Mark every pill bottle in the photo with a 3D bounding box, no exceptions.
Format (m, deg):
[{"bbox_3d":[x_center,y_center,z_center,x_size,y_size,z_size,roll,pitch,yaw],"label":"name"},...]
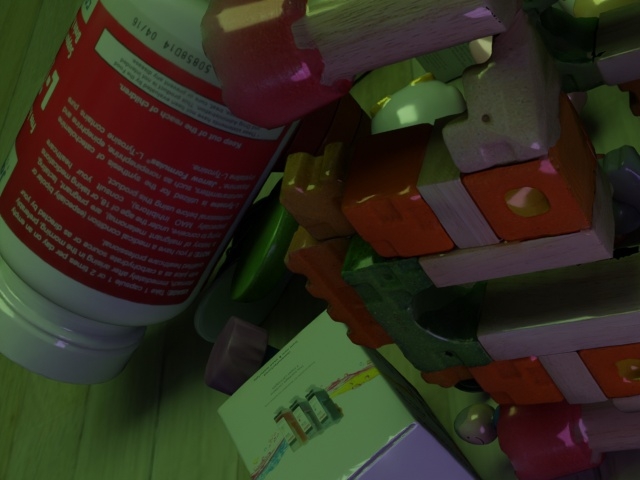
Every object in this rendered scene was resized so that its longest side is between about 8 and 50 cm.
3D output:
[{"bbox_3d":[-0.175,-0.069,1.248,0.408,0.229,0.229,-58,26,22],"label":"pill bottle"}]

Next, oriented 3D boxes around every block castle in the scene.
[{"bbox_3d":[0.113,-0.068,0.858,0.212,0.453,0.303,-12,44,31],"label":"block castle"}]

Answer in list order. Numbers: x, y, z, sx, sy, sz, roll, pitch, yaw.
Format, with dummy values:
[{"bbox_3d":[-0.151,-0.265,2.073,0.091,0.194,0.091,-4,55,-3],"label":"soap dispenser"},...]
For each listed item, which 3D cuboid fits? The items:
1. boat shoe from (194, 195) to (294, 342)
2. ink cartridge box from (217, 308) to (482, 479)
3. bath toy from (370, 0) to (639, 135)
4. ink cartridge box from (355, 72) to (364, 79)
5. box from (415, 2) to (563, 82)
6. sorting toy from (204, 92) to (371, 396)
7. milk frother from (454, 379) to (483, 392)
[{"bbox_3d":[-0.073,0.028,1.327,0.183,0.065,0.083,-48,29,-20],"label":"boat shoe"},{"bbox_3d":[0.027,0.165,0.979,0.127,0.128,0.176,-42,32,3],"label":"ink cartridge box"},{"bbox_3d":[0.206,-0.151,1.166,0.348,0.129,0.151,-33,-11,13],"label":"bath toy"},{"bbox_3d":[-0.051,-0.231,1.497,0.237,0.172,0.100,-39,32,8],"label":"ink cartridge box"},{"bbox_3d":[0.175,-0.260,1.352,0.170,0.091,0.130,-21,38,33],"label":"box"},{"bbox_3d":[0.000,0.000,1.233,0.127,0.126,0.366,-48,22,53],"label":"sorting toy"},{"bbox_3d":[0.099,0.047,1.079,0.135,0.129,0.143,103,177,-85],"label":"milk frother"}]
